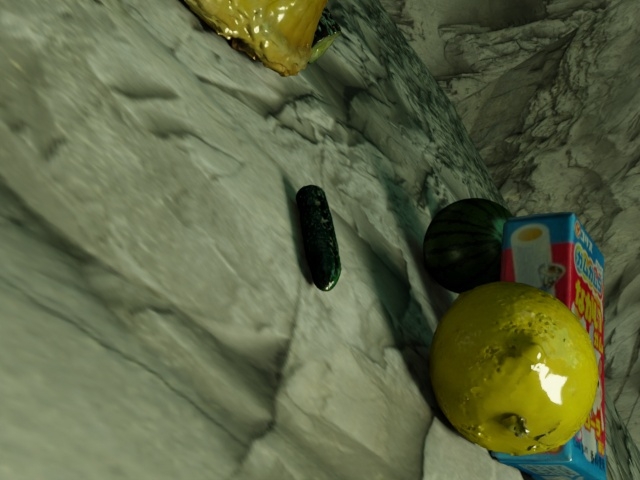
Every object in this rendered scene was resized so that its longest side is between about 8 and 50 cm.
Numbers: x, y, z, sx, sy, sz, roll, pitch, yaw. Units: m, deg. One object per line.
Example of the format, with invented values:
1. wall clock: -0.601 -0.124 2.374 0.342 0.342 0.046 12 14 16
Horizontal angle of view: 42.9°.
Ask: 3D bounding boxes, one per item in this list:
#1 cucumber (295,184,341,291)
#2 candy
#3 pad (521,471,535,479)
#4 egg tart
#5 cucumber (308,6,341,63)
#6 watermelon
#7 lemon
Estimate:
1. cucumber: 0.000 0.000 0.735 0.032 0.032 0.133 47 19 -36
2. candy: 0.290 0.134 1.012 0.157 0.100 0.306 36 54 -48
3. pad: 0.278 0.311 1.055 0.112 0.003 0.157 33 31 -57
4. egg tart: -0.089 -0.351 0.894 0.351 0.153 0.340 44 19 -45
5. cucumber: -0.063 -0.402 1.198 0.300 0.072 0.072 61 16 7
6. watermelon: 0.211 0.014 1.168 0.141 0.140 0.187 59 -21 0
7. lemon: 0.196 0.130 0.844 0.173 0.173 0.206 57 1 -8
